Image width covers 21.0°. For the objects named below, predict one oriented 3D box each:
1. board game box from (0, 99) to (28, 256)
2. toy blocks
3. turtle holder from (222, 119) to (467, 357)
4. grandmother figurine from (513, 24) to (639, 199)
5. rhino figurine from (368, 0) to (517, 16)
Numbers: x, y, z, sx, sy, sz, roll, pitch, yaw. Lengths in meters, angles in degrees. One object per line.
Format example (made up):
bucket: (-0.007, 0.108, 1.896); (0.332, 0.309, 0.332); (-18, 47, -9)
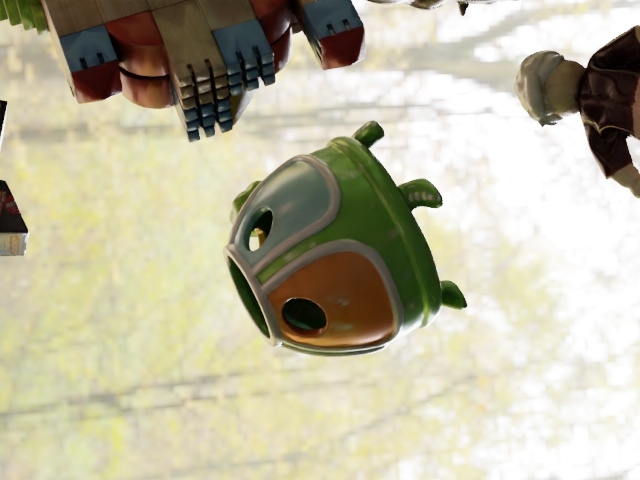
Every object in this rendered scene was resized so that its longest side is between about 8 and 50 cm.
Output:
board game box: (-0.388, -0.058, 1.774); (0.060, 0.194, 0.194); (117, -18, -61)
toy blocks: (-0.126, -0.224, 1.759); (0.191, 0.381, 0.261); (87, -17, -55)
turtle holder: (0.001, -0.006, 2.004); (0.320, 0.227, 0.243); (57, -13, 31)
grandmother figurine: (0.370, -0.152, 1.971); (0.342, 0.104, 0.208); (16, -84, 36)
rhino figurine: (0.093, -0.244, 1.556); (0.106, 0.243, 0.073); (-1, -96, 53)
